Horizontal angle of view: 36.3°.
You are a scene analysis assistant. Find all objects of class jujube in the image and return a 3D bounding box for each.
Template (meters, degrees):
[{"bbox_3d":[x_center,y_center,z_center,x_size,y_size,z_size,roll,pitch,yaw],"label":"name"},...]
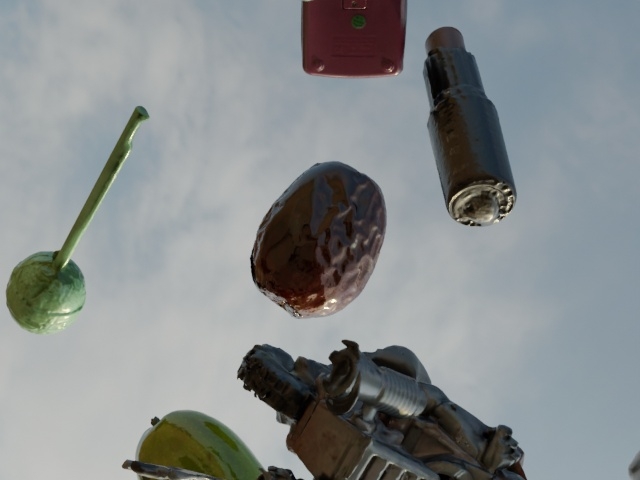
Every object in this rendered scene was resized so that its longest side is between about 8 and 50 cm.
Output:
[{"bbox_3d":[0.000,0.000,1.462,0.183,0.183,0.243,8,-119,44],"label":"jujube"}]

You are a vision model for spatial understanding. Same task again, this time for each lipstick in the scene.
[{"bbox_3d":[0.157,-0.137,1.083,0.081,0.081,0.300,-52,-153,36],"label":"lipstick"}]

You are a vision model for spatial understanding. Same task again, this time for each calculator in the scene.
[{"bbox_3d":[0.040,-0.277,1.124,0.034,0.126,0.190,-91,-179,-63],"label":"calculator"}]

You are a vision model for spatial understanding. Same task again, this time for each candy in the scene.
[{"bbox_3d":[-0.336,-0.024,1.363,0.119,0.119,0.440,55,-50,25],"label":"candy"}]

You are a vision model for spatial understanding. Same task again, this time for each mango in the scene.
[{"bbox_3d":[-0.122,0.339,1.266,0.293,0.143,0.175,40,-14,16],"label":"mango"}]

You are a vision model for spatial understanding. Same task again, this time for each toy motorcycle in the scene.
[{"bbox_3d":[0.037,0.147,0.692,0.207,0.401,0.134,36,-86,46],"label":"toy motorcycle"}]

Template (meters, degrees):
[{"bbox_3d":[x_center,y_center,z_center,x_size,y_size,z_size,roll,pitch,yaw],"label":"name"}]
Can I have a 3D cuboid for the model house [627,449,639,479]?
[{"bbox_3d":[0.366,0.196,0.685,0.229,0.219,0.199,33,-58,5],"label":"model house"}]
